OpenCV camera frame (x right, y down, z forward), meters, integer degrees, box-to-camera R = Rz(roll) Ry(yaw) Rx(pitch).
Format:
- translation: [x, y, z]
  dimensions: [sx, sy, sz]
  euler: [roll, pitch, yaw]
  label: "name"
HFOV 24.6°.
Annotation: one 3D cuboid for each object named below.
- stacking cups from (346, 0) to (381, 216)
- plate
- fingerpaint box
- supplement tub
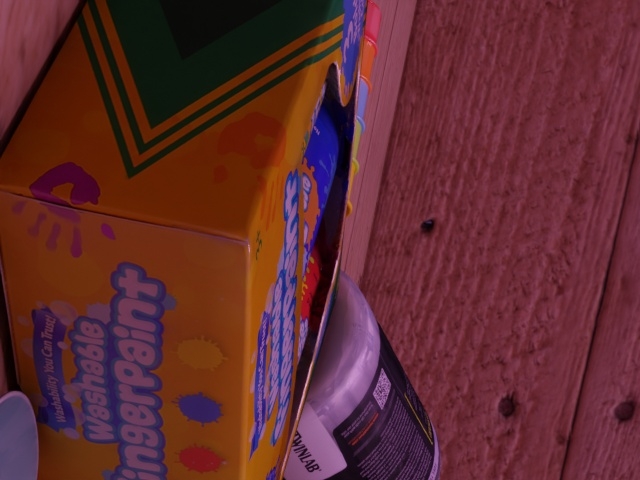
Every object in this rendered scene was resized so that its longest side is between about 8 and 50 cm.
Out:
- translation: [0.027, -0.187, 1.977]
  dimensions: [0.096, 0.096, 0.316]
  euler: [86, 15, -67]
  label: "stacking cups"
- translation: [-0.210, 0.179, 0.865]
  dimensions: [0.188, 0.024, 0.188]
  euler: [11, 90, -84]
  label: "plate"
- translation: [-0.080, 0.011, 1.065]
  dimensions: [0.444, 0.163, 0.371]
  euler: [95, 9, -46]
  label: "fingerpaint box"
- translation: [-0.003, 0.185, 1.465]
  dimensions: [0.338, 0.207, 0.207]
  euler: [61, 36, -46]
  label: "supplement tub"
